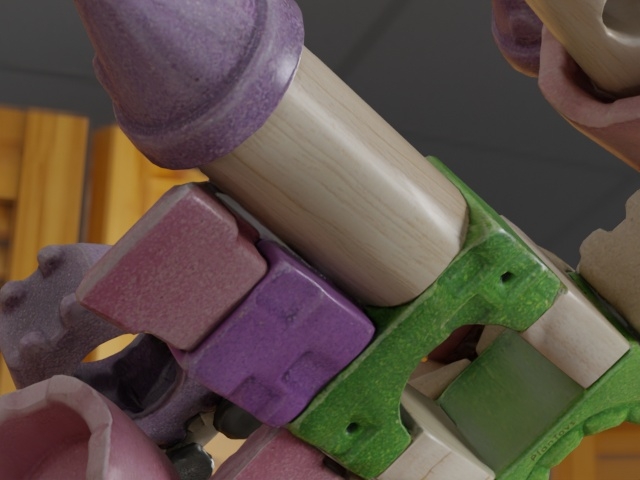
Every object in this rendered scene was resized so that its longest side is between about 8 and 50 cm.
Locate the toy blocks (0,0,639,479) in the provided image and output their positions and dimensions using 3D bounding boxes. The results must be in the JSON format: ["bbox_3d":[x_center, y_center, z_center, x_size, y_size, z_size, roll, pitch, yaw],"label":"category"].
[{"bbox_3d":[0.000,0.000,0.497,0.288,0.309,0.260,-45,-49,8],"label":"toy blocks"}]
